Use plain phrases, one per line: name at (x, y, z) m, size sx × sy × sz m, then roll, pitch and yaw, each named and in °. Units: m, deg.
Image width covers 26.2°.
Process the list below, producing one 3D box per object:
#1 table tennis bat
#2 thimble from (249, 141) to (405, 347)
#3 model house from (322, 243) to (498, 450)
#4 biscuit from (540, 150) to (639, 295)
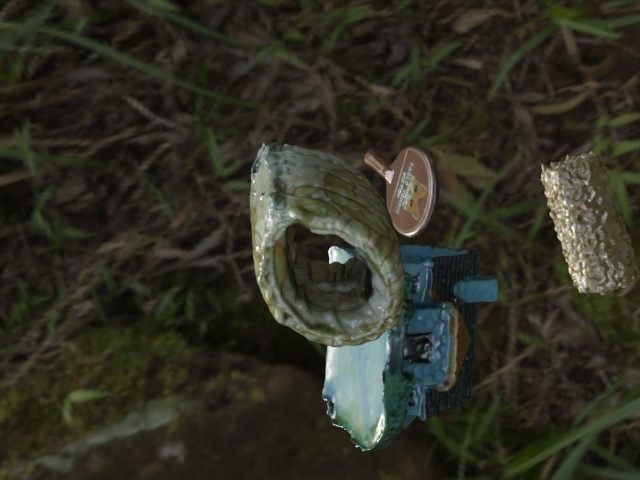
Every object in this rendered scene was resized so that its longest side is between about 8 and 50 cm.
table tennis bat at (0.141, -0.067, 1.662) m, size 0.170 × 0.119 × 0.107 m, roll 47°, pitch 127°, yaw 55°
thimble at (0.000, 0.000, 1.332) m, size 0.190 × 0.137 × 0.143 m, roll 57°, pitch -167°, yaw -27°
model house at (0.147, 0.147, 1.934) m, size 0.226 × 0.241 × 0.261 m, roll -159°, pitch 70°, yaw -65°
biscuit at (0.316, -0.021, 1.601) m, size 0.070 × 0.082 × 0.168 m, roll 158°, pitch 95°, yaw -83°
